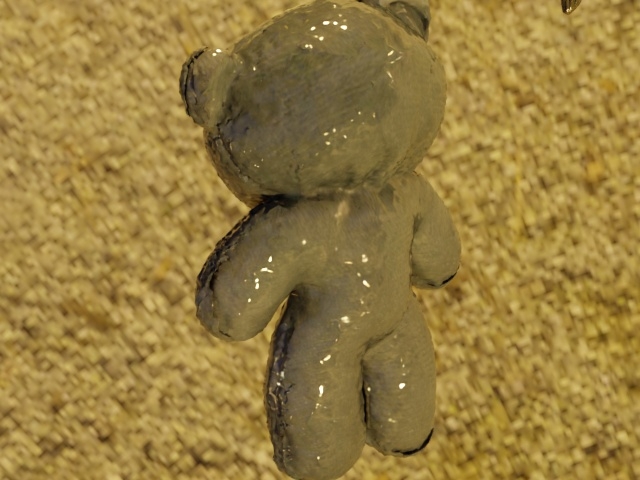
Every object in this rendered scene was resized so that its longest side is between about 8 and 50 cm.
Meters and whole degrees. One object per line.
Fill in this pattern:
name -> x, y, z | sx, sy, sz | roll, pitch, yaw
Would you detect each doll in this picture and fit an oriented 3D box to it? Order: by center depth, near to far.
doll -> -0.005, -0.004, 1.193 | 0.246, 0.340, 0.158 | -19, 24, -36

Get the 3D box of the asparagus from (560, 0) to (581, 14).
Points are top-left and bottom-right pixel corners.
asparagus -> 0.252, -0.308, 1.516 | 0.027, 0.034, 0.236 | 18, 84, -3
